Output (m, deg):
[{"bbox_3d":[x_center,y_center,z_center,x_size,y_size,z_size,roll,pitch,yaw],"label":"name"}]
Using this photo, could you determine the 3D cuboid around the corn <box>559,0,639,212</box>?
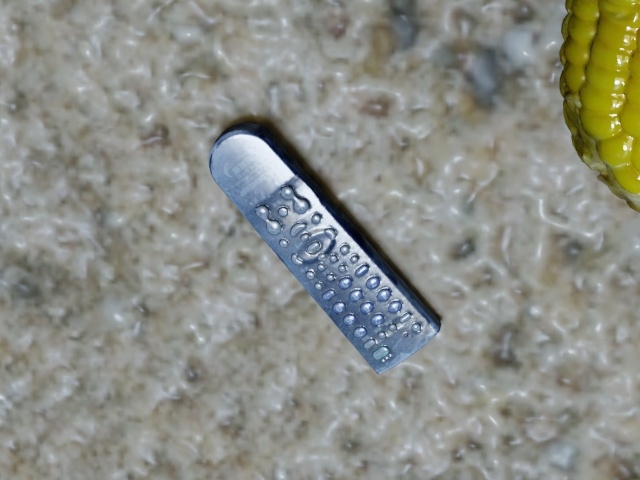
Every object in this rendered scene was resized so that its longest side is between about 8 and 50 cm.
[{"bbox_3d":[0.182,-0.183,0.851,0.120,0.120,0.363,12,109,7],"label":"corn"}]

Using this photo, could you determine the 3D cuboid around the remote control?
[{"bbox_3d":[0.000,0.001,0.994,0.043,0.027,0.152,-37,99,13],"label":"remote control"}]
